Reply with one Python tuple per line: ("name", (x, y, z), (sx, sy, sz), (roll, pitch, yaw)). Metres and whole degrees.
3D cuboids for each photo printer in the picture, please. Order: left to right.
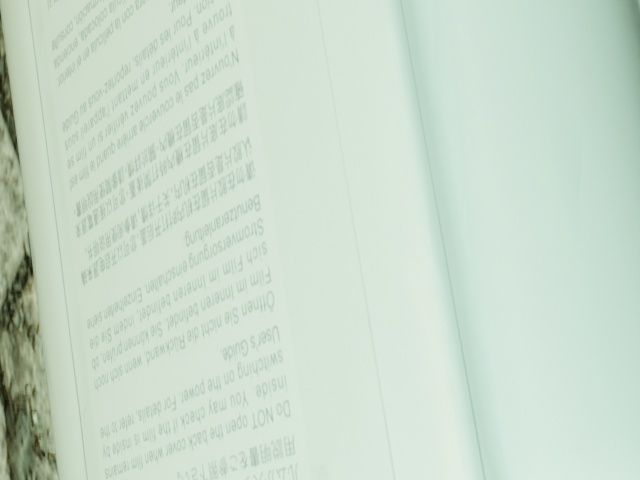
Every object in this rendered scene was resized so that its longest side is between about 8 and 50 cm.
("photo printer", (0.000, 0.000, 0.477), (0.256, 0.107, 0.307), (-29, 67, 55))
